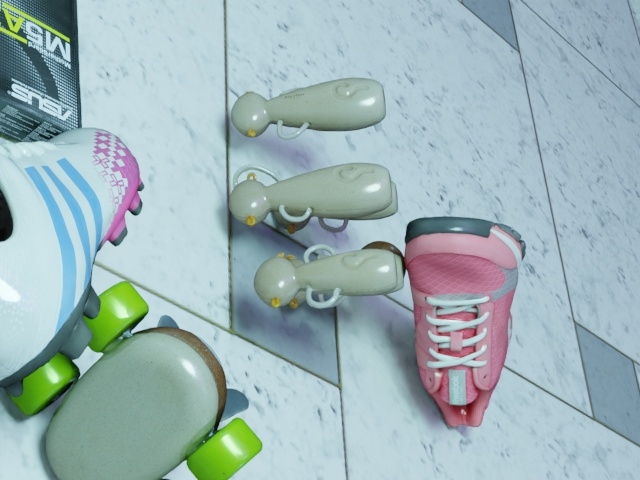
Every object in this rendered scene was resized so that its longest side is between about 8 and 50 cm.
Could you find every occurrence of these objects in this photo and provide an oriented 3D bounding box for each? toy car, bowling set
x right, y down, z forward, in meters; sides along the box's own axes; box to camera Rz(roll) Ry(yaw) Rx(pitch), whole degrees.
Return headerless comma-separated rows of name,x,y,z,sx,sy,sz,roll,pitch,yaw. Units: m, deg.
toy car,-0.114,0.114,0.999,0.155,0.149,0.188,50,20,4
bowling set,0.000,0.000,1.273,0.200,0.154,0.287,77,9,-46

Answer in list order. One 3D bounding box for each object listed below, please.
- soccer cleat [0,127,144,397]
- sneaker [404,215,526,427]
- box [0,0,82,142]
soccer cleat,-0.209,-0.030,0.929,0.143,0.116,0.331,52,14,-23
sneaker,0.147,0.089,1.310,0.314,0.115,0.136,71,23,-57
box,-0.283,-0.182,1.081,0.190,0.045,0.184,26,42,-41
